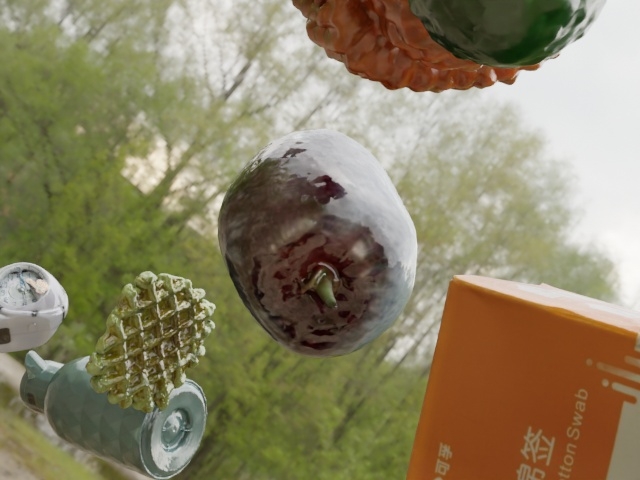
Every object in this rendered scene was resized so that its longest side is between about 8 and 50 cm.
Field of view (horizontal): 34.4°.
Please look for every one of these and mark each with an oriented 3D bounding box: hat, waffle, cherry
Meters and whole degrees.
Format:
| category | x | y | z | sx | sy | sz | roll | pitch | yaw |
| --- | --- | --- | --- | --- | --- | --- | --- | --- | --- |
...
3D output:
| category | x | y | z | sx | sy | sz | roll | pitch | yaw |
| --- | --- | --- | --- | --- | --- | --- | --- | --- | --- |
| hat | 0.130 | -0.250 | 0.807 | 0.285 | 0.285 | 0.400 | 41 | -3 | -14 |
| waffle | -0.212 | 0.131 | 1.322 | 0.036 | 0.183 | 0.169 | 25 | -4 | 42 |
| cherry | 0.000 | 0.000 | 1.194 | 0.255 | 0.218 | 0.296 | 54 | 22 | -23 |

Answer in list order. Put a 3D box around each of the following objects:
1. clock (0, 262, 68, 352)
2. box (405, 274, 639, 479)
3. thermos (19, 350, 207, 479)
| category | x | y | z | sx | sy | sz | roll | pitch | yaw |
| --- | --- | --- | --- | --- | --- | --- | --- | --- | --- |
| clock | -0.387 | 0.066 | 1.209 | 0.080 | 0.176 | 0.117 | 106 | -28 | -52 |
| box | 0.235 | 0.170 | 0.737 | 0.341 | 0.225 | 0.143 | 16 | 7 | 41 |
| thermos | -0.309 | 0.251 | 1.508 | 0.286 | 0.145 | 0.182 | 10 | -46 | 33 |
